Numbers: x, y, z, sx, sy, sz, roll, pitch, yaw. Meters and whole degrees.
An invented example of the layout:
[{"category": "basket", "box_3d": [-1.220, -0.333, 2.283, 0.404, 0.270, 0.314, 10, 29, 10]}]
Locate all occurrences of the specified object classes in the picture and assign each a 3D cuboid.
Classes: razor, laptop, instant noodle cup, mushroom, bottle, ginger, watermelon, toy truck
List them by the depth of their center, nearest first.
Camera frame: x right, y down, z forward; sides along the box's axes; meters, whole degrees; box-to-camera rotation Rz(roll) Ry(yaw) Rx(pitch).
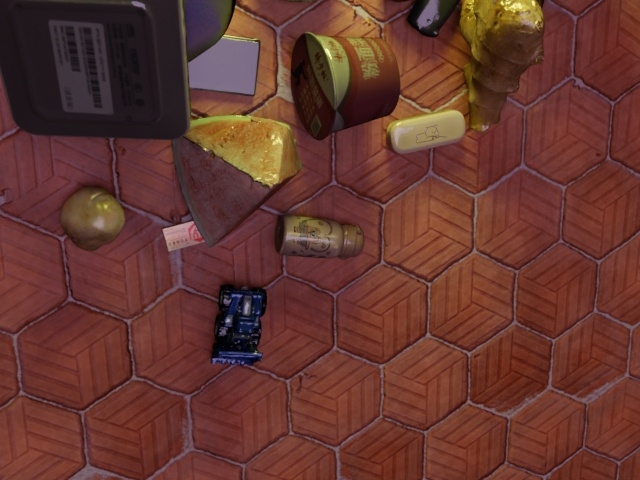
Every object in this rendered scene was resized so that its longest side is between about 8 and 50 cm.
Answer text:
[{"category": "mushroom", "box_3d": [-0.499, -0.048, 1.623, 0.148, 0.112, 0.148, -2, 78, 9]}, {"category": "watermelon", "box_3d": [-0.158, -0.118, 1.638, 0.283, 0.293, 0.250, -18, 138, -11]}, {"category": "instant noodle cup", "box_3d": [0.056, -0.352, 1.644, 0.178, 0.235, 0.235, -14, 108, -22]}, {"category": "laptop", "box_3d": [-0.227, -0.396, 1.656, 0.180, 0.016, 0.129, 4, 103, -15]}, {"category": "ginger", "box_3d": [0.376, -0.424, 1.695, 0.236, 0.375, 0.166, 41, 50, 9]}, {"category": "razor", "box_3d": [0.270, -0.552, 1.730, 0.090, 0.054, 0.148, 31, 94, -17]}, {"category": "toy truck", "box_3d": [-0.191, 0.215, 1.769, 0.113, 0.126, 0.208, 5, 104, -17]}, {"category": "bottle", "box_3d": [0.000, 0.000, 1.783, 0.209, 0.097, 0.110, 6, 135, -17]}]

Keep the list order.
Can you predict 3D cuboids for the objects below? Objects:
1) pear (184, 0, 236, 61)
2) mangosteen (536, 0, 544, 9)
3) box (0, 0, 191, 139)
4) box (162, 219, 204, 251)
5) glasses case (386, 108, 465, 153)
[{"category": "pear", "box_3d": [-0.359, -0.550, 1.460, 0.398, 0.165, 0.399, -1, 134, -1]}, {"category": "mangosteen", "box_3d": [0.486, -0.672, 1.647, 0.307, 0.307, 0.347, 34, 126, -20]}, {"category": "box", "box_3d": [-0.444, -0.365, 1.457, 0.372, 0.090, 0.367, 2, 134, -2]}, {"category": "box", "box_3d": [-0.318, -0.013, 1.733, 0.093, 0.015, 0.058, -16, 110, -10]}, {"category": "glasses case", "box_3d": [0.257, -0.266, 1.804, 0.196, 0.050, 0.083, -15, 110, -11]}]
